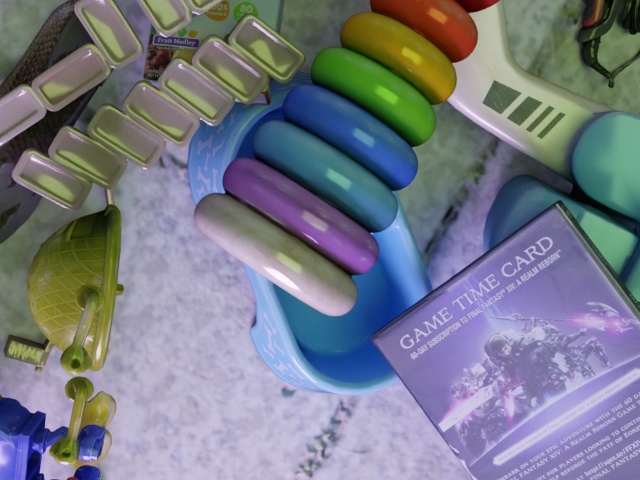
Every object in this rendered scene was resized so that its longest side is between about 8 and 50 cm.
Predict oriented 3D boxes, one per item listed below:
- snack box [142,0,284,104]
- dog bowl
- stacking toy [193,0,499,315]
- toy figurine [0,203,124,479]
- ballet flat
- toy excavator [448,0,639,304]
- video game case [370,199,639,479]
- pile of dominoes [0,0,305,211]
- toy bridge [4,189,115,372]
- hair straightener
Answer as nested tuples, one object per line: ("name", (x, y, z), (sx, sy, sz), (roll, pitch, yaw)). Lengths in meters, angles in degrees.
("snack box", (-0.081, -0.184, 0.948), (0.100, 0.037, 0.141), (7, 79, 3))
("dog bowl", (0.000, 0.000, 1.015), (0.165, 0.074, 0.297), (-24, 103, -13))
("stacking toy", (0.048, -0.112, 0.896), (0.141, 0.141, 0.330), (34, 89, -19))
("toy figurine", (-0.274, 0.145, 0.887), (0.217, 0.191, 0.363), (9, 112, -2))
("ballet flat", (-0.241, -0.090, 0.942), (0.084, 0.058, 0.250), (32, 93, -44))
("toy excavator", (0.216, -0.057, 1.010), (0.445, 0.222, 0.433), (25, 100, -2))
("video game case", (0.193, 0.134, 0.943), (0.196, 0.026, 0.274), (-38, 85, 24))
("pile of dominoes", (-0.161, -0.151, 0.898), (0.251, 0.040, 0.196), (-32, 110, 5))
("toy bridge", (-0.201, 0.020, 0.979), (0.063, 0.026, 0.188), (19, 93, -19))
("hair straightener", (0.290, -0.253, 1.085), (0.089, 0.047, 0.231), (4, 96, -18))
